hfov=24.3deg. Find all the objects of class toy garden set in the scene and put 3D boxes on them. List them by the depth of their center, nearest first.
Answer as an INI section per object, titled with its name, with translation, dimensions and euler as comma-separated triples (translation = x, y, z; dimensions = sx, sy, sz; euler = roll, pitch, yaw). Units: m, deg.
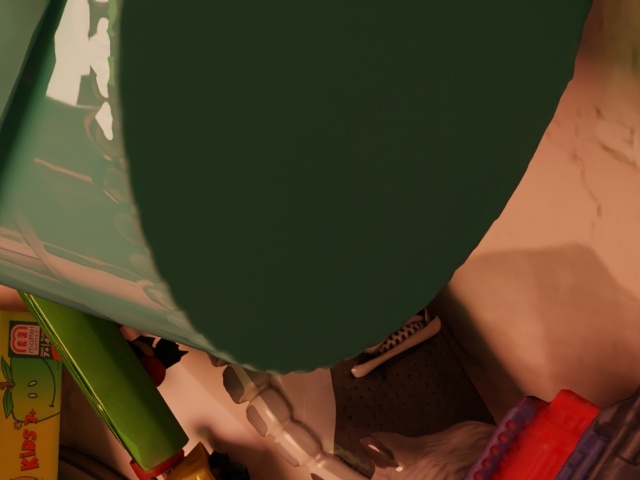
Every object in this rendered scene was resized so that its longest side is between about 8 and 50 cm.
[toy garden set]
translation = -0.075, 0.070, 0.665
dimensions = 0.204, 0.049, 0.244
euler = 58, 168, -7

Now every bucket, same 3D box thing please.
[bucket]
translation = -0.045, -0.105, 0.422
dimensions = 0.183, 0.281, 0.281
euler = 21, 129, 29

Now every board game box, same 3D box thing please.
[board game box]
translation = -0.187, 0.132, 0.819
dimensions = 0.092, 0.043, 0.181
euler = -6, 80, 46

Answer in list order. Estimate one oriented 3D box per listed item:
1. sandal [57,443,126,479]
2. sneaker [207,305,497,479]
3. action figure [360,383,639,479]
[sandal]
translation = -0.117, 0.208, 0.834
dimensions = 0.302, 0.086, 0.120
euler = 24, 131, 32
[sneaker]
translation = 0.000, 0.000, 0.582
dimensions = 0.228, 0.086, 0.132
euler = 44, 136, 15
[action figure]
translation = 0.123, 0.188, 0.473
dimensions = 0.330, 0.341, 0.178
euler = 39, 173, 27
